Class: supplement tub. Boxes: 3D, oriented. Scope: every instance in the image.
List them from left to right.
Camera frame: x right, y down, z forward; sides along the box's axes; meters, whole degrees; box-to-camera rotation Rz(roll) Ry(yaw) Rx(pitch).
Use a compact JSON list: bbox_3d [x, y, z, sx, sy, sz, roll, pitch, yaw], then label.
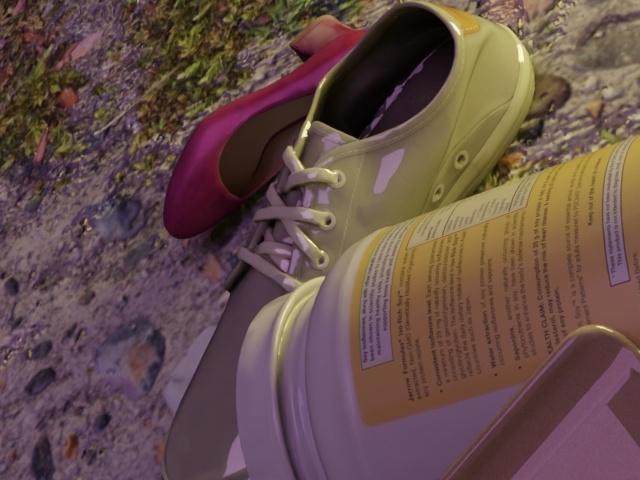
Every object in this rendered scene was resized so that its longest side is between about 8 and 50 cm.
[{"bbox_3d":[0.141,0.081,0.885,0.331,0.241,0.241,-20,50,29],"label":"supplement tub"}]

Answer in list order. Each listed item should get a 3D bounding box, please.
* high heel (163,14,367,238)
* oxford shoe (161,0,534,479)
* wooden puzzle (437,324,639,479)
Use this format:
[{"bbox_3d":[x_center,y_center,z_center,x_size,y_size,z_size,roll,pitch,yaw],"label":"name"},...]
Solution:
[{"bbox_3d":[-0.030,-0.081,1.275,0.244,0.082,0.117,-46,44,-6],"label":"high heel"},{"bbox_3d":[0.000,0.000,1.149,0.169,0.130,0.449,27,82,46],"label":"oxford shoe"},{"bbox_3d":[0.139,0.191,0.692,0.221,0.044,0.239,-50,55,8],"label":"wooden puzzle"}]
